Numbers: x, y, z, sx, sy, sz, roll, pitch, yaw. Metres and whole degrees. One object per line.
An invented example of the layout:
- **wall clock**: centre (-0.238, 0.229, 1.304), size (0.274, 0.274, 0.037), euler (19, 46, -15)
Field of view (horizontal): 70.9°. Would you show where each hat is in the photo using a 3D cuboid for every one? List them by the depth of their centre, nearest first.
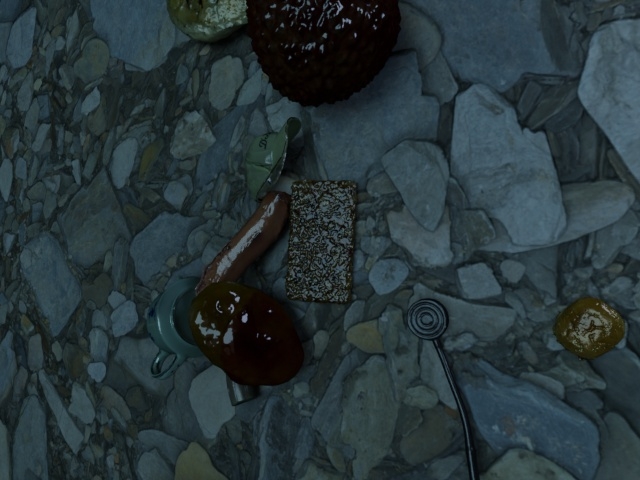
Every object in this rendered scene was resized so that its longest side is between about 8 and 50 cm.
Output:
- **hat**: centre (-0.098, -0.164, 0.859), size (0.081, 0.122, 0.166), euler (30, 138, -12)

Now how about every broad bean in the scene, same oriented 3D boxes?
- **broad bean**: centre (-0.130, 0.170, 0.810), size (0.156, 0.122, 0.228), euler (-46, 105, -9)

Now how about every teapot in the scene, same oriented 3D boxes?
- **teapot**: centre (-0.293, 0.170, 0.931), size (0.159, 0.159, 0.232), euler (-10, 56, 29)

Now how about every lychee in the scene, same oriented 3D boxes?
- **lychee**: centre (0.004, -0.369, 0.731), size (0.264, 0.264, 0.300), euler (51, 134, 22)

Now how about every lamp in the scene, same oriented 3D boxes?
- **lamp**: centre (0.201, 0.269, 0.660), size (0.130, 0.108, 0.371), euler (-12, 80, 29)

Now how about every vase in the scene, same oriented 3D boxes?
- **vase**: centre (-0.165, 0.274, 0.902), size (0.053, 0.053, 0.101), euler (-30, 69, 25)

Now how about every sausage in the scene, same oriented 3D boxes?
- **sausage**: centre (-0.154, 0.029, 0.872), size (0.078, 0.078, 0.304), euler (39, 91, 26)

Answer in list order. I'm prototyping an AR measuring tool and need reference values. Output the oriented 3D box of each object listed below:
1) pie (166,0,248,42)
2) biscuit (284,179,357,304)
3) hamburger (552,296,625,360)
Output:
- **pie**: centre (-0.226, -0.597, 0.983), size (0.339, 0.077, 0.339), euler (-2, 86, 29)
- **biscuit**: centre (0.000, 0.000, 0.828), size (0.131, 0.025, 0.231), euler (1, 88, 16)
- **hamburger**: centre (0.366, 0.120, 0.615), size (0.076, 0.044, 0.083), euler (38, 102, 25)
